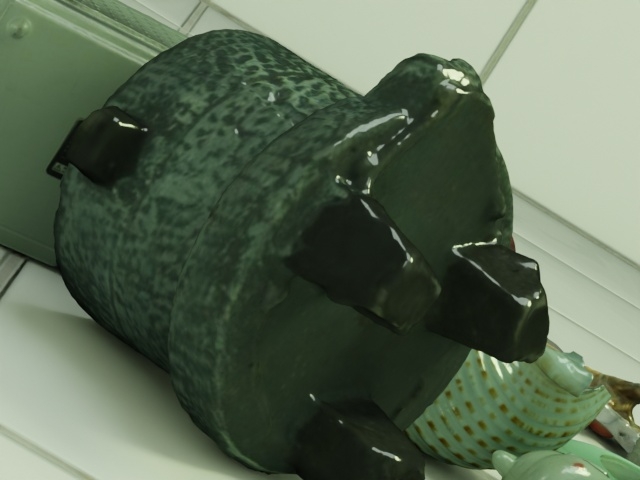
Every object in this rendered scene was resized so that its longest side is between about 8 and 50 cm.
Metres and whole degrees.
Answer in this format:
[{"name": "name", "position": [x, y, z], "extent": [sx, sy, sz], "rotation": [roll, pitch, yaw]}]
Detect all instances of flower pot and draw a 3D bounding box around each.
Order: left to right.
[{"name": "flower pot", "position": [0.000, 0.000, 1.305], "extent": [0.283, 0.299, 0.299], "rotation": [35, 10, 37]}]

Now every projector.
[{"name": "projector", "position": [-0.180, -0.079, 1.443], "extent": [0.256, 0.192, 0.099], "rotation": [25, 17, -32]}]

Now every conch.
[{"name": "conch", "position": [0.124, 0.121, 1.561], "extent": [0.200, 0.131, 0.172], "rotation": [32, -8, 45]}]

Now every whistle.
[{"name": "whistle", "position": [0.198, 0.219, 1.425], "extent": [0.110, 0.092, 0.244], "rotation": [39, 4, -31]}]

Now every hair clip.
[{"name": "hair clip", "position": [0.277, 0.150, 2.079], "extent": [0.146, 0.075, 0.257], "rotation": [26, 5, -44]}]

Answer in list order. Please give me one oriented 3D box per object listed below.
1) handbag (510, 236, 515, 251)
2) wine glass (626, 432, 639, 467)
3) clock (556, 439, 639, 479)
[{"name": "handbag", "position": [0.098, 0.002, 2.019], "extent": [0.135, 0.146, 0.225], "rotation": [20, 15, -29]}, {"name": "wine glass", "position": [0.390, 0.257, 1.925], "extent": [0.198, 0.066, 0.066], "rotation": [33, 10, 18]}, {"name": "clock", "position": [0.271, 0.240, 1.625], "extent": [0.211, 0.066, 0.159], "rotation": [22, 14, -46]}]
